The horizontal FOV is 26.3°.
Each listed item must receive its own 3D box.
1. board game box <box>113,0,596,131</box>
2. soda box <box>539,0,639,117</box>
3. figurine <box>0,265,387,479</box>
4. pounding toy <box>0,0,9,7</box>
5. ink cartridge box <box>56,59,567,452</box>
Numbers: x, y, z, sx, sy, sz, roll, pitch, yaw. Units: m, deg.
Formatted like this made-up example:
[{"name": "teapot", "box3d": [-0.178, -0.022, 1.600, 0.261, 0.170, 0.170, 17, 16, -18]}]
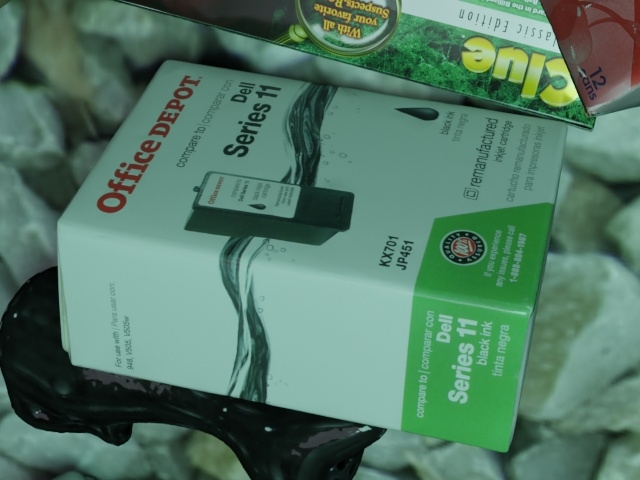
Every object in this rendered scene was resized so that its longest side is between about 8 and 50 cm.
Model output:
[{"name": "board game box", "box3d": [0.025, -0.152, 0.662, 0.259, 0.030, 0.136, 17, 107, 8]}, {"name": "soda box", "box3d": [0.111, -0.189, 0.543, 0.092, 0.083, 0.263, -32, 76, 50]}, {"name": "figurine", "box3d": [-0.069, 0.142, 0.701, 0.209, 0.092, 0.215, 21, 112, 30]}, {"name": "pounding toy", "box3d": [-0.232, -0.184, 0.687, 0.141, 0.100, 0.130, 5, 113, 5]}, {"name": "ink cartridge box", "box3d": [0.000, 0.000, 0.639, 0.208, 0.153, 0.087, 9, 129, 10]}]
